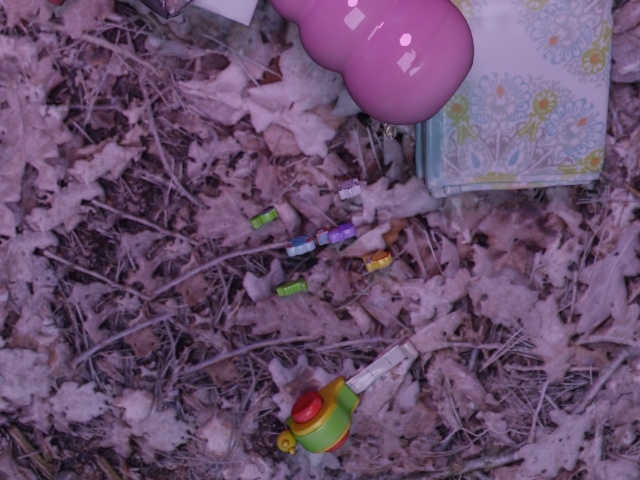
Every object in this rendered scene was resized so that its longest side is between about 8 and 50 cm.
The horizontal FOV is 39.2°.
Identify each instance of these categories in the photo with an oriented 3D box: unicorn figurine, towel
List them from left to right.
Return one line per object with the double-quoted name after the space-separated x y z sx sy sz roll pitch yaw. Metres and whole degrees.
0.102 -0.245 1.502 0.060 0.162 0.111 -15 131 -22 "unicorn figurine"
0.321 -0.259 1.513 0.321 0.090 0.374 -5 112 -4 "towel"

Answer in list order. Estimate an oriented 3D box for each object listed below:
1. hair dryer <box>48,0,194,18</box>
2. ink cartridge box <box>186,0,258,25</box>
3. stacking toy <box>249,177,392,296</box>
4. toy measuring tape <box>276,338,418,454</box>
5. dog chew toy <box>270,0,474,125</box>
-0.321 -0.429 1.362 0.294 0.080 0.223 -10 82 33 "hair dryer"
-0.138 -0.442 1.390 0.127 0.128 0.176 21 110 -11 "ink cartridge box"
0.000 0.000 1.615 0.221 0.052 0.167 -19 111 5 "stacking toy"
0.050 0.312 1.709 0.330 0.121 0.121 -36 109 11 "toy measuring tape"
0.063 -0.322 1.336 0.332 0.206 0.206 36 106 -7 "dog chew toy"
